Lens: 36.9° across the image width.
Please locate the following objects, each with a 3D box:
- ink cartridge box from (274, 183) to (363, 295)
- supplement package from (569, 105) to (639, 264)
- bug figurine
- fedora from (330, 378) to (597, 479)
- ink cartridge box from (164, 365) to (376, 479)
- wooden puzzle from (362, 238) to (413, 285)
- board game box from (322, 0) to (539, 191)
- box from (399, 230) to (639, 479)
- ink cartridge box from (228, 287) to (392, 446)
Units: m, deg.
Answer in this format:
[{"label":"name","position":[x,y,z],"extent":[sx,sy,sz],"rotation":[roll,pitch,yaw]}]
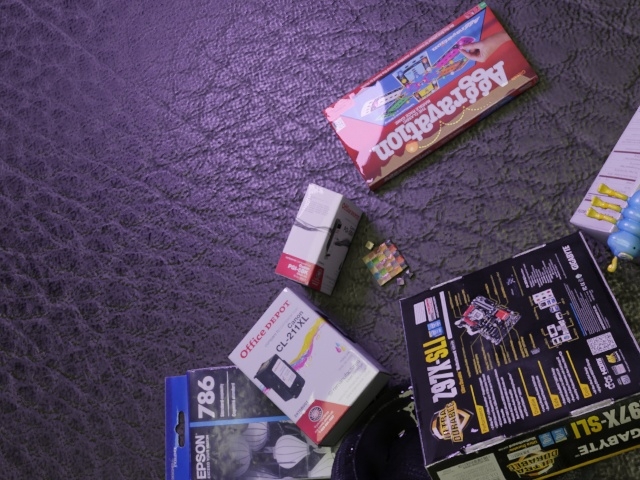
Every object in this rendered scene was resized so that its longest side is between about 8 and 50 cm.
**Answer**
[{"label":"ink cartridge box","position":[0.000,0.000,1.349],"extent":[0.056,0.099,0.135],"rotation":[20,86,23]},{"label":"supplement package","position":[0.415,-0.067,1.188],"extent":[0.105,0.105,0.179],"rotation":[30,90,-15]},{"label":"bug figurine","position":[0.459,-0.031,1.112],"extent":[0.279,0.072,0.216],"rotation":[20,92,-16]},{"label":"fedora","position":[0.182,0.297,1.160],"extent":[0.334,0.152,0.334],"rotation":[-20,28,12]},{"label":"ink cartridge box","position":[-0.085,0.256,1.344],"extent":[0.333,0.065,0.165],"rotation":[-9,76,19]},{"label":"wooden puzzle","position":[0.093,0.032,1.358],"extent":[0.049,0.006,0.083],"rotation":[-36,69,9]},{"label":"board game box","position":[0.154,-0.206,1.378],"extent":[0.281,0.027,0.145],"rotation":[-34,70,10]},{"label":"box","position":[0.236,0.139,1.134],"extent":[0.257,0.079,0.322],"rotation":[-24,28,12]},{"label":"ink cartridge box","position":[-0.015,0.167,1.266],"extent":[0.175,0.072,0.127],"rotation":[40,93,23]}]
